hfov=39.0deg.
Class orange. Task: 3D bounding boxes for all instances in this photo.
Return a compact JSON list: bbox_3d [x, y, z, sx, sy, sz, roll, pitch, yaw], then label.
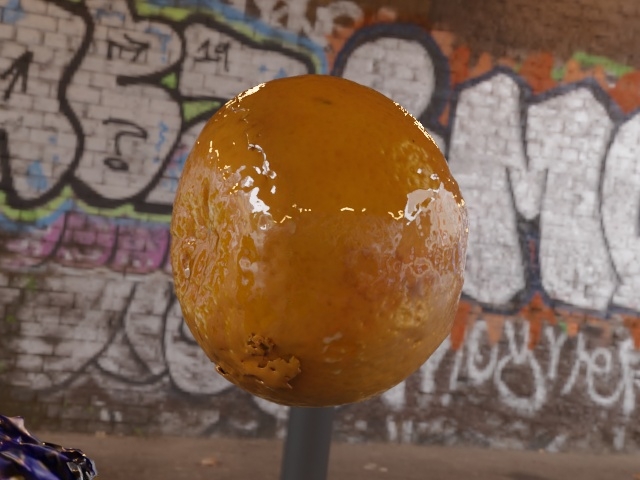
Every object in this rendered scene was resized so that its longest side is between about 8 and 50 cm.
[{"bbox_3d":[-0.002,0.001,0.605,0.193,0.219,0.219,14,-3,-16],"label":"orange"}]

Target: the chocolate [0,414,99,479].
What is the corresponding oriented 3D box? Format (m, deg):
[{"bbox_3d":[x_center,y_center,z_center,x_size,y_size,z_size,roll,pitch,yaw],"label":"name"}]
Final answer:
[{"bbox_3d":[-0.279,0.074,0.452,0.343,0.126,0.148,39,13,-8],"label":"chocolate"}]
